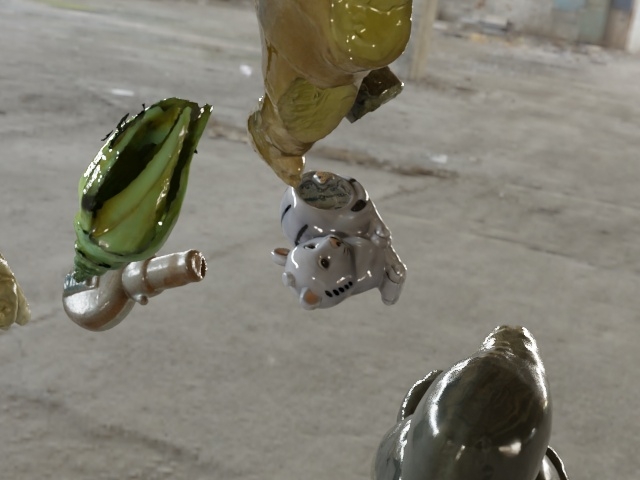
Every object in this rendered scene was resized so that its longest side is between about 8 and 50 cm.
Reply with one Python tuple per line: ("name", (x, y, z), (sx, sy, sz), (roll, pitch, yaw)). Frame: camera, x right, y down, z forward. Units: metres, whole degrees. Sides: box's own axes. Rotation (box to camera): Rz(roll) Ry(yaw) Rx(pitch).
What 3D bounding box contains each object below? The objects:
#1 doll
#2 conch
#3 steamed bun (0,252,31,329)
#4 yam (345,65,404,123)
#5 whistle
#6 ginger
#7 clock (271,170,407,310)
("doll", (0.177, 0.252, 1.130), (0.252, 0.378, 0.382), (34, 37, 1))
("conch", (-0.170, -0.039, 0.958), (0.095, 0.201, 0.079), (7, 22, -39))
("steamed bun", (-0.514, 0.068, 1.484), (0.189, 0.428, 0.247), (-36, 75, -18))
("yam", (-0.031, -0.218, 0.888), (0.274, 0.061, 0.061), (53, 7, -9))
("whistle", (-0.231, 0.048, 1.272), (0.220, 0.107, 0.057), (-12, -32, 31))
("ginger", (-0.014, -0.130, 0.739), (0.086, 0.131, 0.294), (-24, -12, -22))
("clock", (0.000, 0.000, 1.099), (0.117, 0.080, 0.176), (-7, 46, -24))
